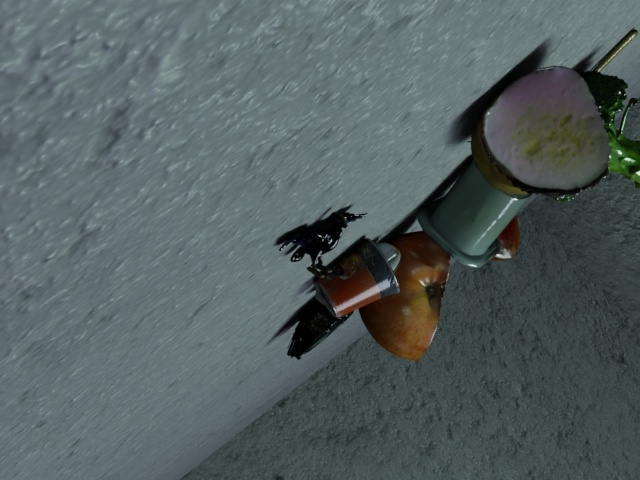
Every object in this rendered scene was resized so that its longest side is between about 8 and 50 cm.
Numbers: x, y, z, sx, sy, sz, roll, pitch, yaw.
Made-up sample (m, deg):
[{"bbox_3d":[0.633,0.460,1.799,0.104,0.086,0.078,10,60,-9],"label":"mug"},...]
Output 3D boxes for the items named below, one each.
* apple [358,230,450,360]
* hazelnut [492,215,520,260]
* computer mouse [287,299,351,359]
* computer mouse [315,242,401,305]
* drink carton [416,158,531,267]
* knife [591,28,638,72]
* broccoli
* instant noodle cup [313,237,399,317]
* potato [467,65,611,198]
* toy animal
[{"bbox_3d":[0.172,0.108,1.962,0.251,0.163,0.293,123,-21,-75],"label":"apple"},{"bbox_3d":[0.440,-0.028,2.347,0.208,0.208,0.208,-39,170,-8],"label":"hazelnut"},{"bbox_3d":[-0.002,0.178,1.965,0.241,0.077,0.146,-47,168,32],"label":"computer mouse"},{"bbox_3d":[0.080,0.076,1.827,0.199,0.102,0.045,-37,125,-19],"label":"computer mouse"},{"bbox_3d":[0.341,-0.071,1.876,0.191,0.185,0.189,-24,159,-51],"label":"drink carton"},{"bbox_3d":[0.621,-0.376,2.038,0.298,0.017,0.047,-48,173,37],"label":"knife"},{"bbox_3d":[0.595,-0.221,1.906,0.297,0.297,0.297,-164,-90,-85],"label":"broccoli"},{"bbox_3d":[0.065,0.080,1.721,0.136,0.127,0.127,-30,168,-9],"label":"instant noodle cup"},{"bbox_3d":[0.362,-0.175,1.513,0.229,0.229,0.266,-41,-175,1],"label":"potato"},{"bbox_3d":[0.000,0.000,1.306,0.220,0.062,0.108,-25,144,-53],"label":"toy animal"}]
